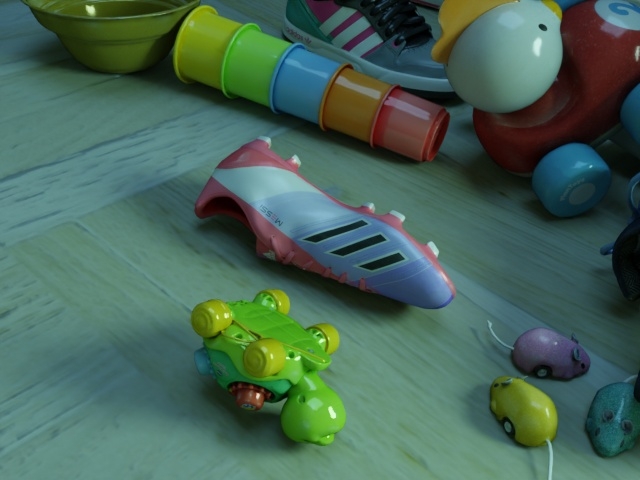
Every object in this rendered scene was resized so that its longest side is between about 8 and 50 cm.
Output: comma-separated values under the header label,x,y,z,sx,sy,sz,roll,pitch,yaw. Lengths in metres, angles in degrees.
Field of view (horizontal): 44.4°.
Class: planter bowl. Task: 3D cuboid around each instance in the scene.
label,x,y,z,sx,sy,sz,roll,pitch,yaw
planter bowl,-0.243,-0.262,0.948,0.217,0.090,0.217,2,35,-1

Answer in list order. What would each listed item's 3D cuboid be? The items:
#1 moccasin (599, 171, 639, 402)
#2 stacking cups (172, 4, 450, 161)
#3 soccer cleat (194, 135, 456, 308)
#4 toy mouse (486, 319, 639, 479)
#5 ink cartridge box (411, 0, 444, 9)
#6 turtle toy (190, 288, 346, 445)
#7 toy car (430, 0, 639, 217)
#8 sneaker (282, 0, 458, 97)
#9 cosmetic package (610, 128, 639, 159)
label,x,y,z,sx,sy,sz,roll,pitch,yaw
moccasin,0.297,0.005,0.637,0.116,0.138,0.342,6,31,13
stacking cups,-0.013,-0.172,0.876,0.316,0.096,0.096,24,39,19
soccer cleat,0.000,0.000,0.675,0.248,0.083,0.095,35,73,24
toy mouse,0.194,0.106,0.592,0.143,0.031,0.161,-6,39,-18
ink cartridge box,0.248,-0.482,1.322,0.207,0.117,0.283,21,38,17
turtle toy,-0.033,0.087,0.543,0.130,0.066,0.095,33,20,27
toy car,0.212,-0.184,0.772,0.238,0.210,0.219,29,30,-43
sneaker,0.081,-0.310,1.005,0.295,0.178,0.124,29,41,25
cosmetic package,0.568,-0.174,0.780,0.327,0.329,0.394,-9,40,-30
